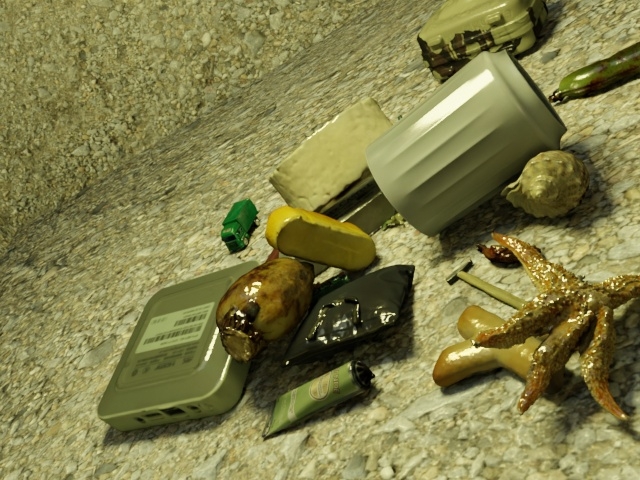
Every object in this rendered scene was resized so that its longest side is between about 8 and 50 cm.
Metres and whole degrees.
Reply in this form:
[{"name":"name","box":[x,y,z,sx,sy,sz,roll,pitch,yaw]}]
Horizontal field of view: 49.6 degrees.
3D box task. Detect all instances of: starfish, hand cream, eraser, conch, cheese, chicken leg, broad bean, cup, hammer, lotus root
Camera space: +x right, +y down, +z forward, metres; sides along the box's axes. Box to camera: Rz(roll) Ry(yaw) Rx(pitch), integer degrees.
[{"name":"starfish","box":[0.324,0.106,0.953,0.302,0.084,0.293,22,52,26]},{"name":"hand cream","box":[-0.009,0.269,1.200,0.235,0.055,0.086,-30,23,26]},{"name":"eraser","box":[0.037,-0.024,1.603,0.352,0.077,0.111,-37,27,-4]},{"name":"conch","box":[0.411,-0.111,1.258,0.155,0.130,0.207,2,24,30]},{"name":"cheese","box":[0.045,-0.191,1.661,0.332,0.153,0.292,-36,-2,16]},{"name":"chicken leg","box":[0.330,0.019,1.240,0.062,0.037,0.145,-27,17,-39]},{"name":"broad bean","box":[0.648,-0.378,1.506,0.339,0.061,0.077,-22,17,24]},{"name":"cup","box":[0.303,-0.192,1.387,0.327,0.236,0.323,-38,-14,23]},{"name":"hammer","box":[0.295,0.080,1.202,0.062,0.013,0.199,-40,27,-10]},{"name":"lotus root","box":[-0.105,0.119,1.360,0.169,0.141,0.314,-32,8,36]}]

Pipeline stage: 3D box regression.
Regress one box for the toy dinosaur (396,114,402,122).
[{"name":"toy dinosaur","box":[0.242,-0.315,1.883,0.055,0.049,0.154,-37,31,0]}]

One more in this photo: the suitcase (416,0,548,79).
[{"name":"suitcase","box":[0.472,-0.644,2.010,0.352,0.194,0.339,-11,33,40]}]

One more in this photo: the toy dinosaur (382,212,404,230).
[{"name":"toy dinosaur","box":[0.189,-0.062,1.554,0.120,0.029,0.060,-37,9,-10]}]

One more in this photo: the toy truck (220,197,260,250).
[{"name":"toy truck","box":[-0.224,-0.040,1.934,0.065,0.079,0.147,-16,34,32]}]

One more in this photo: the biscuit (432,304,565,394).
[{"name":"biscuit","box":[0.283,0.157,1.051,0.208,0.047,0.164,-6,36,44]}]

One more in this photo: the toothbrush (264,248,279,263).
[{"name":"toothbrush","box":[-0.143,0.104,1.637,0.041,0.041,0.364,-8,41,42]}]

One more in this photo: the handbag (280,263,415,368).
[{"name":"handbag","box":[0.052,0.141,1.299,0.254,0.088,0.211,-24,17,26]}]

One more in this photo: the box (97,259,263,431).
[{"name":"box","box":[-0.293,0.226,1.516,0.367,0.090,0.373,-19,37,31]}]

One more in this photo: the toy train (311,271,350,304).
[{"name":"toy train","box":[0.016,0.101,1.462,0.103,0.044,0.064,-31,16,7]}]

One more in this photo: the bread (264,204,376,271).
[{"name":"bread","box":[0.000,0.000,1.449,0.094,0.246,0.102,39,111,58]}]
